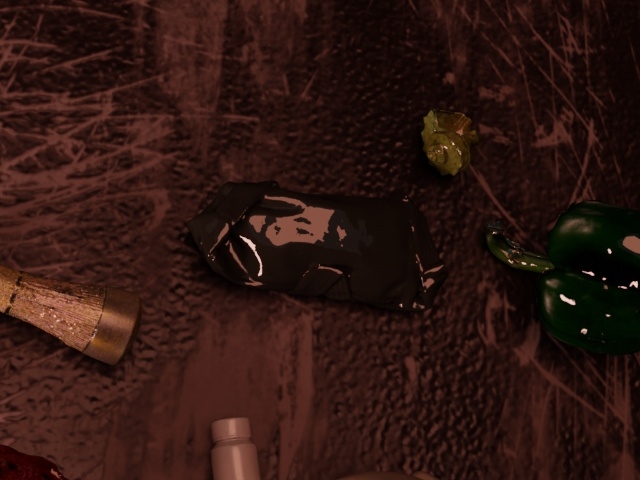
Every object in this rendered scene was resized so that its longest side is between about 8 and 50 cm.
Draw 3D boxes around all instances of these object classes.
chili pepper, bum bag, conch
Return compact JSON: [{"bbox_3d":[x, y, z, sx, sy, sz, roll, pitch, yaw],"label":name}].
[{"bbox_3d":[0.330,0.033,1.280,0.165,0.261,0.174,-9,111,-44],"label":"chili pepper"},{"bbox_3d":[0.000,0.000,1.253,0.326,0.080,0.142,10,76,-15],"label":"bum bag"},{"bbox_3d":[0.167,-0.132,1.340,0.121,0.074,0.089,-34,105,-44],"label":"conch"}]

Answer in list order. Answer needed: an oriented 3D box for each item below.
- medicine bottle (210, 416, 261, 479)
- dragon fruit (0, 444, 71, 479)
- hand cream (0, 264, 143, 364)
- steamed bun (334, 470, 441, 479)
[{"bbox_3d":[-0.095,0.243,1.151,0.052,0.052,0.089,-4,72,-16],"label":"medicine bottle"},{"bbox_3d":[-0.346,0.317,1.016,0.317,0.152,0.205,18,38,-47],"label":"dragon fruit"},{"bbox_3d":[-0.298,0.069,1.124,0.203,0.084,0.084,20,67,-19],"label":"hand cream"},{"bbox_3d":[0.087,0.317,1.097,0.228,0.177,0.130,18,111,-21],"label":"steamed bun"}]
